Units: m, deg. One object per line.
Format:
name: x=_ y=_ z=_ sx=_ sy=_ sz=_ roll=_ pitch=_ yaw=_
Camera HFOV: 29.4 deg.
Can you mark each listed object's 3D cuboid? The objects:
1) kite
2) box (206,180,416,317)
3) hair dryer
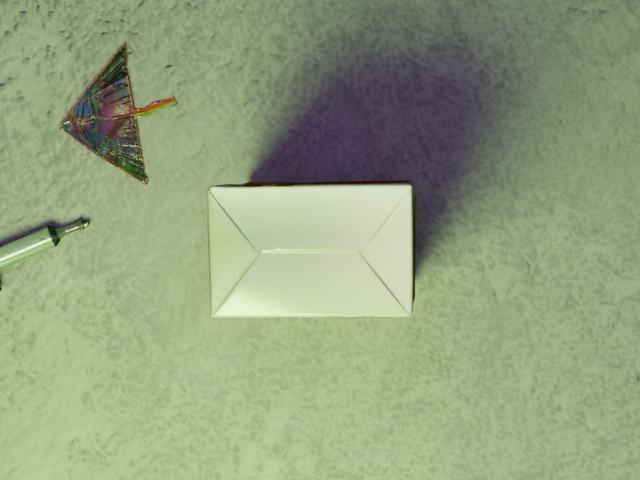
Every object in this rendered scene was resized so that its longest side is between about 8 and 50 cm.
kite: x=-0.267 y=-0.164 z=1.615 sx=0.159 sy=0.010 sz=0.190 roll=-9 pitch=88 yaw=1
box: x=0.000 y=0.000 z=1.427 sx=0.224 sy=0.341 sz=0.144 roll=0 pitch=95 yaw=4
hair dryer: x=-0.397 y=0.006 z=1.598 sx=0.197 sy=0.057 sz=0.100 roll=-21 pitch=86 yaw=-7
